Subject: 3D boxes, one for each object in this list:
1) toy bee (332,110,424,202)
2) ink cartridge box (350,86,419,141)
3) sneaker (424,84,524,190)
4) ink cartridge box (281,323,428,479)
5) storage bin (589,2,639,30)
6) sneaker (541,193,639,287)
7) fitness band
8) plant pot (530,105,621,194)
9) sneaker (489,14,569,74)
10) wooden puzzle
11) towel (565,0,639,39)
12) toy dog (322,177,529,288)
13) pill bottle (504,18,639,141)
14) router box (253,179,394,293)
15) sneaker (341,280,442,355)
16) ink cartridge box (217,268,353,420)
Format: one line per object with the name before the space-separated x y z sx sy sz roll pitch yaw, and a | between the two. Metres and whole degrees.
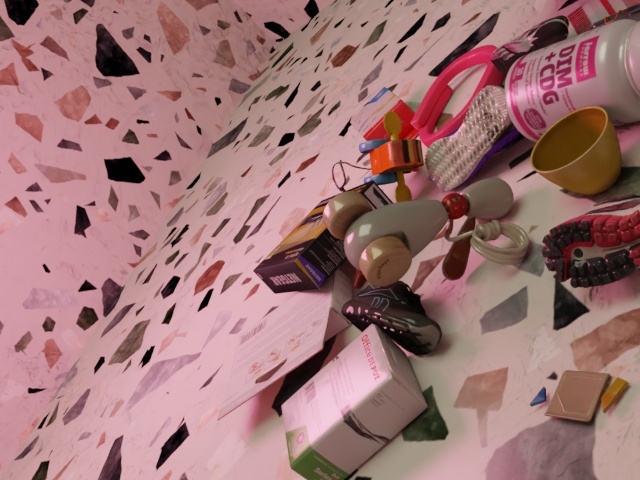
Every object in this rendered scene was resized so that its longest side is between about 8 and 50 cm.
toy bee | 0.157 -0.182 1.655 0.162 0.195 0.298 -9 21 -22
ink cartridge box | 0.168 -0.296 1.939 0.134 0.078 0.231 -45 23 8
sneaker | 0.322 -0.197 1.478 0.146 0.102 0.293 -20 -16 -31
ink cartridge box | 0.049 0.263 1.216 0.219 0.092 0.160 -43 23 12
storage bin | 0.532 -0.343 1.334 0.135 0.098 0.091 -15 50 54
sneaker | 0.429 -0.018 0.959 0.112 0.121 0.299 -26 13 -40
fitness band | 0.320 -0.330 1.756 0.209 0.054 0.291 -12 43 52
plant pot | 0.409 -0.125 1.185 0.134 0.095 0.134 -40 23 20
sneaker | 0.436 -0.401 1.570 0.178 0.072 0.077 -19 22 42
wooden puzzle | 0.318 0.192 0.943 0.078 0.014 0.116 -51 22 -18
towel | 0.516 -0.409 1.537 0.329 0.037 0.237 -37 24 27
toy dog | 0.168 0.001 1.302 0.161 0.333 0.220 97 170 -47
pill bottle | 0.452 -0.261 1.239 0.283 0.160 0.160 -9 44 58
router box | 0.000 0.000 1.652 0.243 0.081 0.309 -46 11 -19
sneaker | 0.128 0.116 1.307 0.106 0.101 0.267 -49 23 -13
ink cartridge box | -0.066 0.218 1.538 0.296 0.066 0.261 -37 23 27
